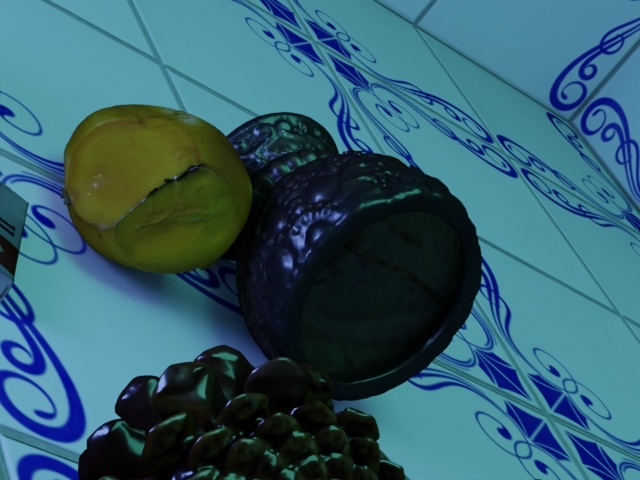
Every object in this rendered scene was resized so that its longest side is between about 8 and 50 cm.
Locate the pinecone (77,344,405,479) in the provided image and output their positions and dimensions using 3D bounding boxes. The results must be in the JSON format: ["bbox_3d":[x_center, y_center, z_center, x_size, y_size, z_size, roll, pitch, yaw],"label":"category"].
[{"bbox_3d":[-0.073,0.206,1.413,0.264,0.264,0.264,36,18,-14],"label":"pinecone"}]

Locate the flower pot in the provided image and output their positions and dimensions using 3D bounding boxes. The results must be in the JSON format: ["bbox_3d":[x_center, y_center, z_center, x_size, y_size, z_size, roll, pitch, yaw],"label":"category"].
[{"bbox_3d":[0.000,0.000,2.039,0.267,0.266,0.267,23,13,-43],"label":"flower pot"}]

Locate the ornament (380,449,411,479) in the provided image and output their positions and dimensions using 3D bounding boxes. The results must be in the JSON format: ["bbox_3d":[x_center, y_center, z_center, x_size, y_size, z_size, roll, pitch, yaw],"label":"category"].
[{"bbox_3d":[0.007,0.240,1.757,0.245,0.061,0.230,41,20,0],"label":"ornament"}]

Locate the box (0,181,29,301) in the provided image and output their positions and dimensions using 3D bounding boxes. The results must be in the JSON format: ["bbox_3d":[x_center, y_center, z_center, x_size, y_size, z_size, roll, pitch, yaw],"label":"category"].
[{"bbox_3d":[-0.331,-0.021,1.742,0.115,0.036,0.177,35,18,-19],"label":"box"}]

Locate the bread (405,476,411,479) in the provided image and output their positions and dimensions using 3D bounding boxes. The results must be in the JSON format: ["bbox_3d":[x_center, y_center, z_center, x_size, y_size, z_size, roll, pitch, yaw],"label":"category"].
[{"bbox_3d":[0.064,0.360,1.571,0.263,0.198,0.236,31,53,-22],"label":"bread"}]

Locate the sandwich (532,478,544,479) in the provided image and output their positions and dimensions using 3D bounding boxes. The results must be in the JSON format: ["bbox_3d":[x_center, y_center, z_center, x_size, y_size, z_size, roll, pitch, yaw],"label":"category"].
[{"bbox_3d":[0.258,0.309,2.154,0.067,0.029,0.135,52,19,17],"label":"sandwich"}]

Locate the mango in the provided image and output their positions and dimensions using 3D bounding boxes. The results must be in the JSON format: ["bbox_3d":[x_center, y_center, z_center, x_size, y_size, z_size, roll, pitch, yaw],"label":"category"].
[{"bbox_3d":[-0.178,-0.069,1.965,0.257,0.187,0.138,-118,-173,-57],"label":"mango"}]
